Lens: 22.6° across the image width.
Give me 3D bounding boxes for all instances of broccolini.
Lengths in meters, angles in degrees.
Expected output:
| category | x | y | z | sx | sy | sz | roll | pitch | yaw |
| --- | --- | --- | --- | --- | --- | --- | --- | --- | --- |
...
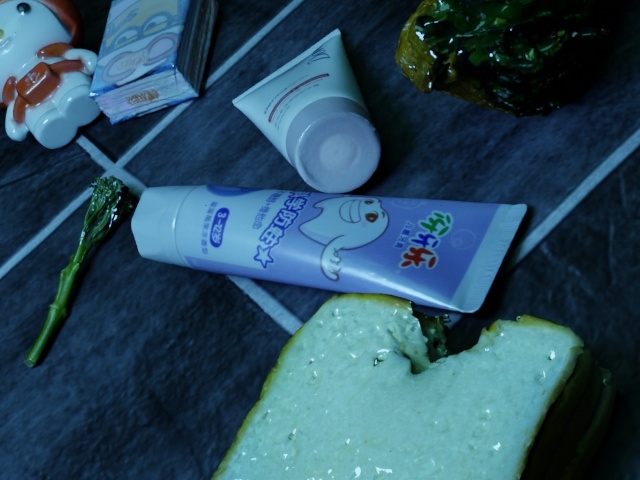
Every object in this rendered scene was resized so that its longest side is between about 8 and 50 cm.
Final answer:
| category | x | y | z | sx | sy | sz | roll | pitch | yaw |
| --- | --- | --- | --- | --- | --- | --- | --- | --- | --- |
| broccolini | -0.249 | 0.027 | 1.600 | 0.044 | 0.042 | 0.218 | 4 | 57 | 38 |

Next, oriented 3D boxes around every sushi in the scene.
| category | x | y | z | sx | sy | sz | roll | pitch | yaw |
| --- | --- | --- | --- | --- | --- | --- | --- | --- | --- |
| sushi | 0.185 | -0.186 | 1.420 | 0.287 | 0.149 | 0.140 | -28 | 5 | -23 |

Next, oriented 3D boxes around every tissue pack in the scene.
| category | x | y | z | sx | sy | sz | roll | pitch | yaw |
| --- | --- | --- | --- | --- | --- | --- | --- | --- | --- |
| tissue pack | -0.182 | -0.210 | 1.753 | 0.115 | 0.065 | 0.155 | -16 | 46 | 25 |

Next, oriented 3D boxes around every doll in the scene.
| category | x | y | z | sx | sy | sz | roll | pitch | yaw |
| --- | --- | --- | --- | --- | --- | --- | --- | --- | --- |
| doll | -0.344 | -0.221 | 1.826 | 0.161 | 0.130 | 0.290 | -43 | 55 | 7 |

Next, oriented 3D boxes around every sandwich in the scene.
| category | x | y | z | sx | sy | sz | roll | pitch | yaw |
| --- | --- | --- | --- | --- | --- | --- | --- | --- | --- |
| sandwich | 0.066 | 0.158 | 1.214 | 0.273 | 0.095 | 0.249 | 6 | 57 | 38 |

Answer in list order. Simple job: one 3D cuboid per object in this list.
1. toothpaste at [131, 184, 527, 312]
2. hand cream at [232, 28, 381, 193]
| category | x | y | z | sx | sy | sz | roll | pitch | yaw |
| --- | --- | --- | --- | --- | --- | --- | --- | --- | --- |
| toothpaste | 0.000 | 0.000 | 1.438 | 0.371 | 0.080 | 0.125 | 7 | 49 | 31 |
| hand cream | -0.007 | -0.133 | 1.558 | 0.133 | 0.083 | 0.248 | -33 | 29 | 1 |
